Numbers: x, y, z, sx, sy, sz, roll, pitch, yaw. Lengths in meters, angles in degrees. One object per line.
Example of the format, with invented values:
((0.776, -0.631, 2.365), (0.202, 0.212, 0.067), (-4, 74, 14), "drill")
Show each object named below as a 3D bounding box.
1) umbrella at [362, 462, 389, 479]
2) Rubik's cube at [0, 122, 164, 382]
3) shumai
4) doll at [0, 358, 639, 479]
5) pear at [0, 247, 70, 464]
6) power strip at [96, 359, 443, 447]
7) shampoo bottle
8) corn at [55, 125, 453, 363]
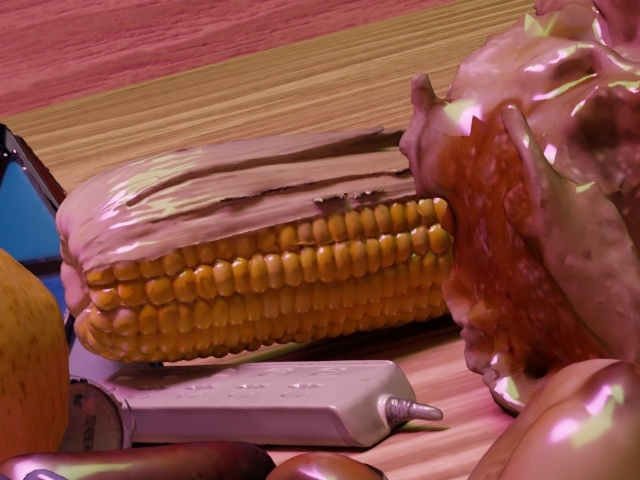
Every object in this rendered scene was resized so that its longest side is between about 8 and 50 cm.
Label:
((-0.034, 0.134, 0.655), (0.071, 0.071, 0.248), (-5, 16, 34), "umbrella")
((-0.189, 0.068, 1.103), (0.250, 0.284, 0.234), (-45, 46, -18), "Rubik's cube")
((0.173, -0.011, 0.908), (0.262, 0.267, 0.314), (-45, -13, -6), "shumai")
((-0.010, 0.113, 0.399), (0.339, 0.209, 0.318), (-2, 20, 34), "doll")
((-0.243, 0.074, 0.789), (0.271, 0.271, 0.271), (-13, 13, 3), "pear")
((-0.044, 0.089, 0.950), (0.252, 0.027, 0.060), (-5, 16, 36), "power strip")
((-0.187, 0.097, 0.977), (0.072, 0.072, 0.214), (-22, 15, -34), "shampoo bottle")
((-0.002, -0.003, 1.036), (0.305, 0.123, 0.122), (-8, 3, -22), "corn")
